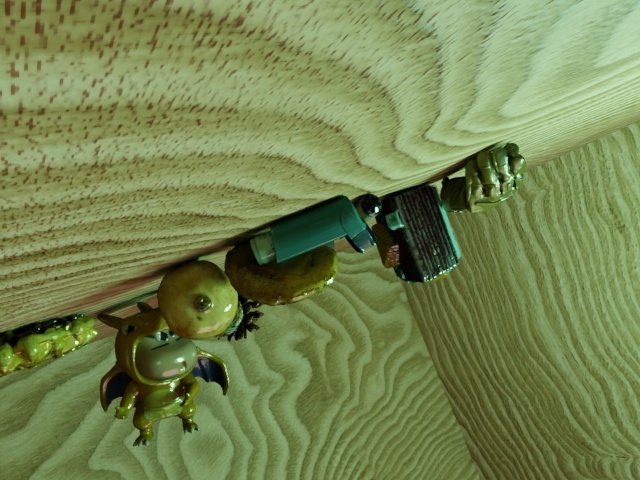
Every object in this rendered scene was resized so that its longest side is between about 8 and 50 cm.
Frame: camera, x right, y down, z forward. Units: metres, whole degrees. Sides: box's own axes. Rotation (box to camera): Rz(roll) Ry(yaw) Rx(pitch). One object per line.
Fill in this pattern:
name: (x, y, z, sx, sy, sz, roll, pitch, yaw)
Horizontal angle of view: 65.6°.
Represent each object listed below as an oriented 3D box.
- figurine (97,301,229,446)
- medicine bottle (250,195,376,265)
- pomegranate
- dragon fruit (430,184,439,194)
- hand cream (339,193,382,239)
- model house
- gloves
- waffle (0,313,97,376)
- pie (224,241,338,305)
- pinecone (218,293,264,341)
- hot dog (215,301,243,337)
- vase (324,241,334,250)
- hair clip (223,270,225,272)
figurine: (-0.511, 0.392, 1.484, 0.401, 0.387, 0.268, -8, -171, 4)
medicine bottle: (-0.016, -0.007, 1.066, 0.258, 0.124, 0.079, -19, -155, -3)
pomegranate: (-0.277, 0.136, 1.123, 0.196, 0.196, 0.196, -22, 176, -2)
dragon fruit: (0.348, -0.141, 1.586, 0.083, 0.060, 0.056, -15, 175, -44)
hand cream: (0.098, -0.065, 1.272, 0.055, 0.086, 0.235, 24, 162, -8)
model house: (0.255, 0.007, 1.446, 0.230, 0.281, 0.249, -22, 180, 29)
gloves: (0.440, -0.154, 1.336, 0.154, 0.141, 0.331, -19, 175, -16)
waffle: (-0.767, 0.285, 1.234, 0.382, 0.095, 0.379, -20, 178, 9)
pie: (-0.089, 0.061, 1.114, 0.273, 0.069, 0.273, -3, -156, 1)
pinecone: (-0.335, 0.263, 1.885, 0.264, 0.264, 0.264, -22, 176, -2)
hot dog: (-0.371, 0.234, 1.663, 0.162, 0.082, 0.270, -49, 134, -5)
vase: (0.000, 0.000, 1.350, 0.120, 0.120, 0.183, -25, -172, 36)
hair clip: (-0.343, 0.153, 1.515, 0.292, 0.084, 0.106, -19, 133, -61)
